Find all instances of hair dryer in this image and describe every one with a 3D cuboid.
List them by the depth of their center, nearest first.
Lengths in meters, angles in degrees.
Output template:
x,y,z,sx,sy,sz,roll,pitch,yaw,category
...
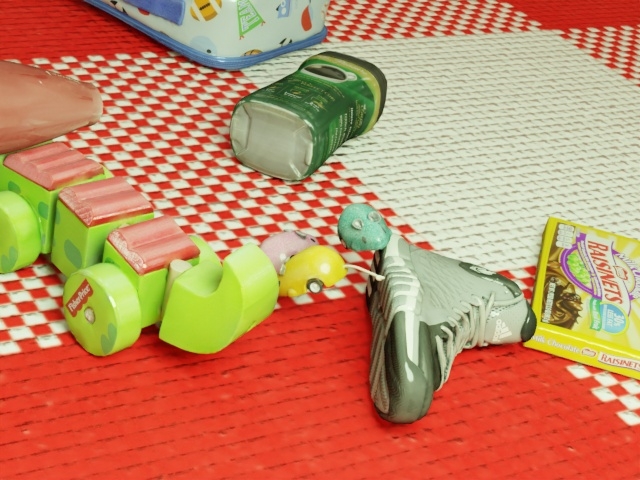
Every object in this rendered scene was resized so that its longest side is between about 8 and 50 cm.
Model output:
x,y,z,sx,sy,sz,roll,pitch,yaw,category
-0.307,-0.147,1.048,0.293,0.080,0.224,22,35,-18,hair dryer

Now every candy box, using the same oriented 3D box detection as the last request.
x,y,z,sx,sy,sz,roll,pitch,yaw,category
0.238,0.046,1.182,0.105,0.027,0.206,18,30,5,candy box

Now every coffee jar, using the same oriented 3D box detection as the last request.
x,y,z,sx,sy,sz,roll,pitch,yaw,category
-0.007,-0.127,1.345,0.096,0.079,0.184,20,31,20,coffee jar

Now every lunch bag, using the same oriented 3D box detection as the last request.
x,y,z,sx,sy,sz,roll,pitch,yaw,category
-0.151,-0.306,1.578,0.303,0.115,0.243,29,36,27,lunch bag

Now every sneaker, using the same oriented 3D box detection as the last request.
x,y,z,sx,sy,sz,roll,pitch,yaw,category
0.107,0.067,1.043,0.132,0.086,0.229,11,28,-6,sneaker

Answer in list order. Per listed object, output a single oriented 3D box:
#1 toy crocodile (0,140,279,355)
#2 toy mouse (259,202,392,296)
x,y,z,sx,sy,sz,roll,pitch,yaw,category
-0.174,-0.009,1.052,0.340,0.105,0.115,33,36,34,toy crocodile
0.000,0.000,1.099,0.161,0.031,0.143,-13,21,30,toy mouse
